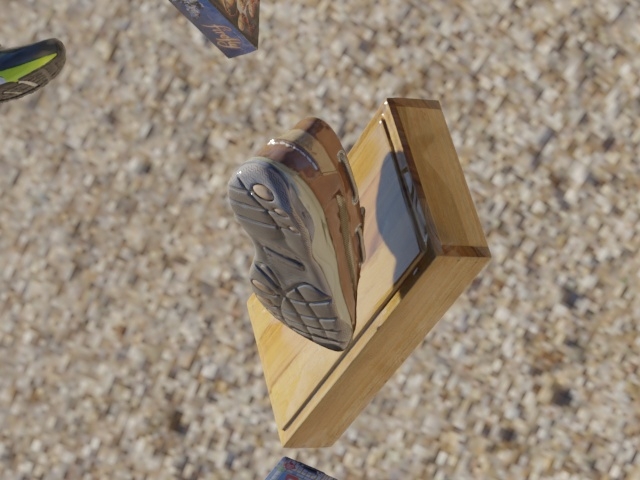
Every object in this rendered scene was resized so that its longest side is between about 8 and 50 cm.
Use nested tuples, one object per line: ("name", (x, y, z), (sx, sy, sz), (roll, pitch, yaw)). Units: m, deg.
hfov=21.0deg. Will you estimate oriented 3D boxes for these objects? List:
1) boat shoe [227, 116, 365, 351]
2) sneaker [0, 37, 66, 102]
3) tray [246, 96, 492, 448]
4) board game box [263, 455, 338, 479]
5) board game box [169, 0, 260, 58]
("boat shoe", (0.000, 0.000, 1.704), (0.123, 0.324, 0.116), (28, 65, 20))
("sneaker", (-0.432, -0.210, 1.933), (0.300, 0.111, 0.121), (-4, 91, 9))
("tray", (0.039, 0.047, 1.929), (0.411, 0.076, 0.203), (-54, 43, 47))
("board game box", (-0.068, 0.311, 1.498), (0.060, 0.194, 0.194), (22, 109, 16))
("board game box", (-0.140, -0.331, 1.906), (0.042, 0.243, 0.165), (-11, 63, 24))
